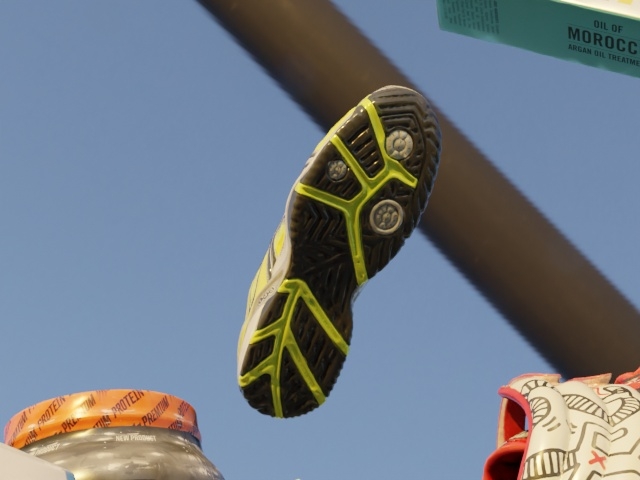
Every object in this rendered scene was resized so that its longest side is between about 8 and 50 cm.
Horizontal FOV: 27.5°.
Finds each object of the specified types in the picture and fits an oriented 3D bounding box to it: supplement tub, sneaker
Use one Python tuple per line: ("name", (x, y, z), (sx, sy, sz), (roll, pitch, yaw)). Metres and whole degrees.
("supplement tub", (-0.161, 0.303, 1.031), (0.207, 0.338, 0.207), (-7, -27, -3))
("sneaker", (0.000, 0.000, 1.441), (0.145, 0.147, 0.384), (26, -82, -19))
("sneaker", (0.157, 0.078, 0.601), (0.145, 0.270, 0.090), (11, -67, 13))

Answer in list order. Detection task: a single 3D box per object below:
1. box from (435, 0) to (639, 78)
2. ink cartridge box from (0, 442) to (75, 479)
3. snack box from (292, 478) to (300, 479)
("box", (0.211, -0.175, 0.923), (0.244, 0.100, 0.060), (19, -30, 24))
("ink cartridge box", (-0.289, 0.263, 0.779), (0.197, 0.198, 0.270), (30, -70, -33))
("snack box", (-0.080, 0.160, 0.600), (0.100, 0.141, 0.037), (-24, -91, 44))
